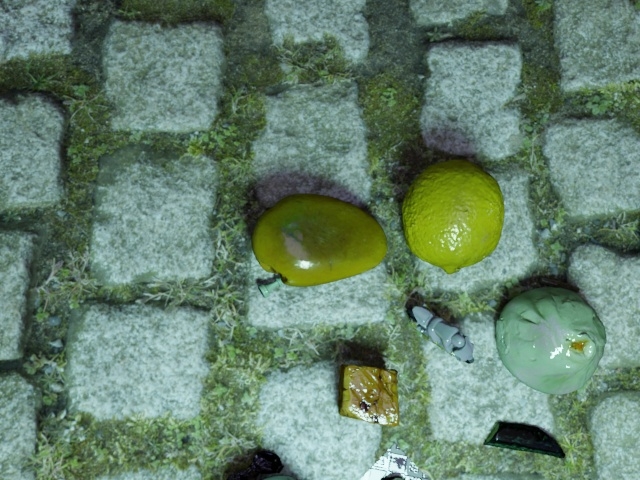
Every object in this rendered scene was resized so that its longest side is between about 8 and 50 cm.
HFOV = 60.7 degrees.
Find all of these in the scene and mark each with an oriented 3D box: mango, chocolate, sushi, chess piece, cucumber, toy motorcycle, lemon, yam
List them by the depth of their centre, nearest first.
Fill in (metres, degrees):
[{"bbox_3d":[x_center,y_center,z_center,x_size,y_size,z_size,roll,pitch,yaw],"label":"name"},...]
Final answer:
[{"bbox_3d":[-0.170,0.592,1.389,0.147,0.070,0.072,-29,71,-19],"label":"chocolate"},{"bbox_3d":[0.198,0.685,1.392,0.219,0.047,0.231,-43,84,-10],"label":"sushi"},{"bbox_3d":[0.325,0.249,1.436,0.225,0.152,0.073,40,79,4],"label":"toy motorcycle"},{"bbox_3d":[0.000,0.000,1.447,0.364,0.182,0.253,3,73,-4],"label":"mango"},{"bbox_3d":[0.348,-0.072,1.451,0.268,0.268,0.322,4,74,-3],"label":"lemon"},{"bbox_3d":[0.549,0.526,1.452,0.219,0.046,0.071,10,70,-1],"label":"cucumber"},{"bbox_3d":[-0.122,0.118,1.494,0.093,0.042,0.042,-29,82,-15],"label":"chess piece"},{"bbox_3d":[0.677,0.126,1.551,0.116,0.021,0.021,16,78,1],"label":"yam"}]

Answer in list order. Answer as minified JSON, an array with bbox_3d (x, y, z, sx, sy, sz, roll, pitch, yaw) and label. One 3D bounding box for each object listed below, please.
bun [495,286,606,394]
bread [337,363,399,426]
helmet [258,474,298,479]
[{"bbox_3d":[0.622,0.261,1.438,0.293,0.187,0.293,0,79,-1],"label":"bun"},{"bbox_3d":[0.120,0.391,1.395,0.148,0.158,0.143,6,73,-1],"label":"bread"},{"bbox_3d":[-0.096,0.710,1.296,0.225,0.177,0.305,-33,85,-37],"label":"helmet"}]
